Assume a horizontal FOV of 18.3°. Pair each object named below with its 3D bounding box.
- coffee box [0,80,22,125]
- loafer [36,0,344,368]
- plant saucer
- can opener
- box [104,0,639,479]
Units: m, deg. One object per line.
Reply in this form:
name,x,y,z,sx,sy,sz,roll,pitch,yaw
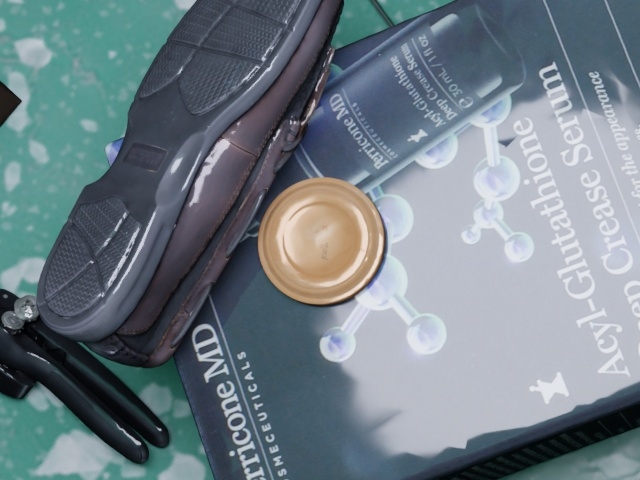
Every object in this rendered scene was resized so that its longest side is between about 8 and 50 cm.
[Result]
coffee box,-0.362,-0.058,1.518,0.098,0.141,0.246,40,91,15
loafer,-0.069,-0.057,1.278,0.109,0.095,0.302,26,81,46
plant saucer,0.000,0.000,1.279,0.083,0.013,0.083,-2,81,12
can opener,-0.191,0.102,1.506,0.186,0.073,0.059,32,49,12
box,0.098,0.011,1.373,0.395,0.212,0.294,-22,77,8
